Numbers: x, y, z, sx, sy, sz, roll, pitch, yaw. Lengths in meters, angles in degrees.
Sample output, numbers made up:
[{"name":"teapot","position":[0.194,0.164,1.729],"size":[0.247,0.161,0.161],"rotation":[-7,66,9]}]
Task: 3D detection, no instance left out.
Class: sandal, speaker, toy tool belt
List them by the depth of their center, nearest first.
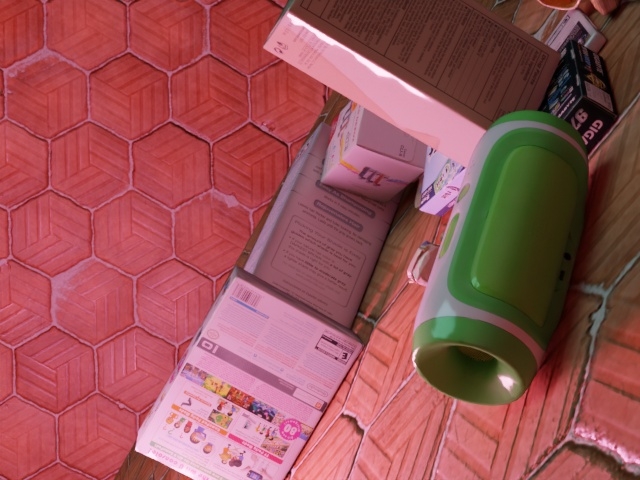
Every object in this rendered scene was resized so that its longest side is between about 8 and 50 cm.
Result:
[{"name":"speaker","position":[0.184,0.011,1.091],"size":[0.131,0.131,0.296],"rotation":[-46,17,54]},{"name":"sandal","position":[0.321,-0.343,1.457],"size":[0.079,0.088,0.240],"rotation":[-28,25,12]},{"name":"toy tool belt","position":[0.147,0.022,1.467],"size":[0.083,0.052,0.051],"rotation":[-61,18,-6]}]

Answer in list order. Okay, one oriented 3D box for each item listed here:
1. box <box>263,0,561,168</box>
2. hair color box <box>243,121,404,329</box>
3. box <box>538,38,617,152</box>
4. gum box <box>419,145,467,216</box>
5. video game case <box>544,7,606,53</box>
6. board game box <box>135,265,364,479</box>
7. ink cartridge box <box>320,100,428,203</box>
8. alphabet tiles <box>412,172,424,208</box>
[{"name":"box","position":[0.108,-0.223,1.294],"size":[0.148,0.311,0.121],"rotation":[-62,10,-18]},{"name":"hair color box","position":[0.000,0.000,1.867],"size":[0.113,0.185,0.374],"rotation":[-47,16,55]},{"name":"box","position":[0.255,-0.112,1.303],"size":[0.220,0.051,0.175],"rotation":[-55,11,29]},{"name":"gum box","position":[0.201,-0.148,1.579],"size":[0.157,0.041,0.184],"rotation":[136,147,-61]},{"name":"video game case","position":[0.299,-0.211,1.457],"size":[0.190,0.022,0.173],"rotation":[-56,10,21]},{"name":"board game box","position":[-0.108,0.225,1.660],"size":[0.303,0.224,0.097],"rotation":[-59,11,4]},{"name":"ink cartridge box","position":[0.095,-0.161,1.806],"size":[0.176,0.127,0.128],"rotation":[139,146,-63]},{"name":"alphabet tiles","position":[0.207,-0.196,1.739],"size":[0.284,0.021,0.278],"rotation":[140,148,-64]}]
